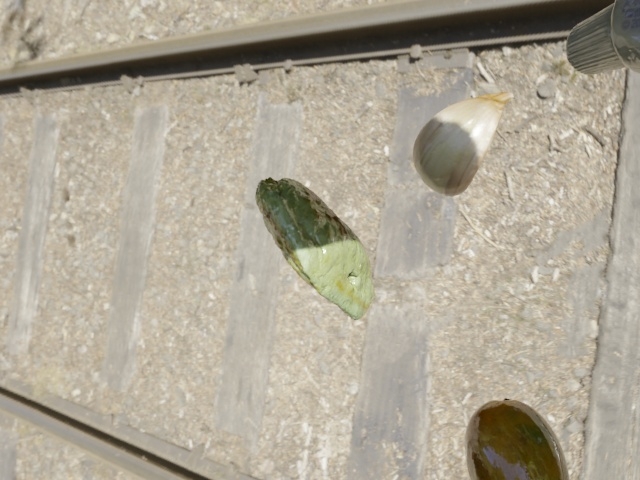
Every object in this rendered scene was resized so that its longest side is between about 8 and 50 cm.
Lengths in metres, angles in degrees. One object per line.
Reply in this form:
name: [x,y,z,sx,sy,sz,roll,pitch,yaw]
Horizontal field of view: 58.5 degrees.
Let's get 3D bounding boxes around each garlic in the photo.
garlic: [0.231,-0.154,0.955,0.115,0.128,0.206,-88,21,-44]

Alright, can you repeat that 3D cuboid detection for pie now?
pie: [0.000,0.000,0.803,0.090,0.248,0.201,-36,52,11]

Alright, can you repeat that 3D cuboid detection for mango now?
mango: [0.209,0.244,0.599,0.163,0.089,0.111,-109,31,-57]

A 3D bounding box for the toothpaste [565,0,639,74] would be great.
toothpaste: [0.247,-0.146,0.320,0.282,0.068,0.099,-168,67,-74]
